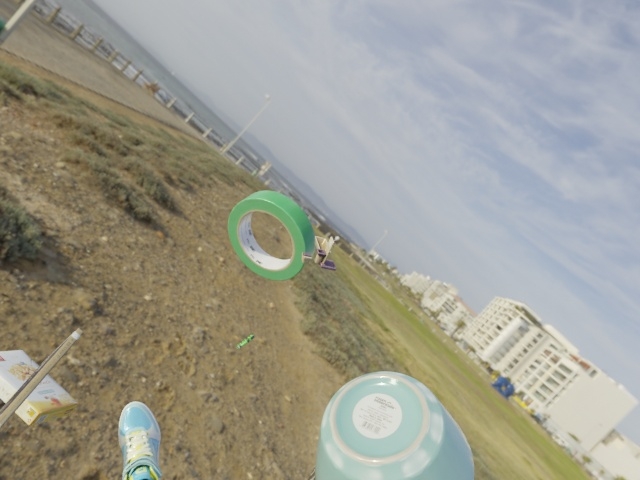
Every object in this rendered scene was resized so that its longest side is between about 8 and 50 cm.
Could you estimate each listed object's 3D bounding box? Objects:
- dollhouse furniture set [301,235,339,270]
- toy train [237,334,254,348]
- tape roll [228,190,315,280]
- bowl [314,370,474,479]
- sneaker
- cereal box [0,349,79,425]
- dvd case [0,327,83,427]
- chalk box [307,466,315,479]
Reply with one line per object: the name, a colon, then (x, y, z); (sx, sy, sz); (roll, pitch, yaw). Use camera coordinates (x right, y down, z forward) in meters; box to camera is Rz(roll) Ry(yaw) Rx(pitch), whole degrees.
dollhouse furniture set: (0.000, 0.000, 1.088); (0.090, 0.081, 0.114); (14, 28, -21)
toy train: (-0.295, 0.401, 1.788); (0.023, 0.083, 0.017); (-21, -79, 55)
tape roll: (-0.174, -0.013, 1.593); (0.321, 0.321, 0.077); (43, 39, 3)
bowl: (0.121, 0.372, 0.842); (0.311, 0.311, 0.163); (46, -22, 52)
sneaker: (-0.536, 0.636, 1.349); (0.208, 0.126, 0.320); (127, -51, -60)
cereal box: (-0.787, 0.386, 1.207); (0.240, 0.047, 0.173); (38, -7, 9)
dvd case: (-0.551, 0.279, 0.847); (0.018, 0.164, 0.221); (43, 31, -17)
chalk box: (0.082, 0.641, 1.215); (0.179, 0.180, 0.289); (38, 25, 11)
